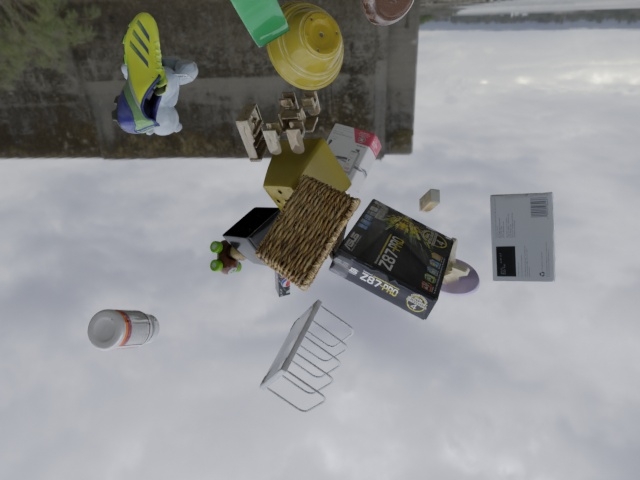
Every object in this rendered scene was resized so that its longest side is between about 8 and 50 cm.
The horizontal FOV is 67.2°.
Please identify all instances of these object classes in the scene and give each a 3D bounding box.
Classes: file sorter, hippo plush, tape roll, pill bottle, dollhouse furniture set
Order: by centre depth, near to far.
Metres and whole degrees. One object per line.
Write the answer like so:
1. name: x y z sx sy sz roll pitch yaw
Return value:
1. tape roll: -0.170 -0.545 0.940 0.077 0.321 0.321 -29 -155 6
2. pill bottle: -0.601 0.275 1.494 0.121 0.121 0.221 4 172 12
3. file sorter: -0.034 0.374 1.547 0.173 0.193 0.278 35 -131 -6
4. dollhouse furniture set: -0.127 -0.354 1.567 0.241 0.161 0.212 2 -131 17
5. hippo plush: -0.534 -0.498 1.689 0.294 0.237 0.234 31 -140 31

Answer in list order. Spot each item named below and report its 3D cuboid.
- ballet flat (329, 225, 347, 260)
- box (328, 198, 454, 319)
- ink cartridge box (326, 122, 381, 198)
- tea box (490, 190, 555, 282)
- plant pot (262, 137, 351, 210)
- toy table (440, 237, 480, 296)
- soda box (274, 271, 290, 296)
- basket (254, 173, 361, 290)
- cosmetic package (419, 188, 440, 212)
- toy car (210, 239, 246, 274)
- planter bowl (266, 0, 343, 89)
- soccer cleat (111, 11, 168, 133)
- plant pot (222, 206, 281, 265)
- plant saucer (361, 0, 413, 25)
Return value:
1. ballet flat: 0.067 -0.033 1.912 0.058 0.084 0.250 13 -114 -9
2. box: 0.239 0.042 1.521 0.318 0.097 0.395 27 -147 9
3. ink cartridge box: 0.105 -0.336 2.076 0.207 0.283 0.117 22 170 26
4. tea box: 0.793 -0.022 1.873 0.219 0.329 0.323 -1 -174 26
5. plant pot: -0.061 -0.194 1.597 0.212 0.212 0.187 7 -125 43
6. toy table: 0.573 0.130 2.180 0.274 0.161 0.252 8 -116 35
7. soda box: -0.162 0.162 2.051 0.053 0.169 0.060 -14 -136 -17
8. basket: 0.000 0.000 1.410 0.223 0.299 0.213 29 176 35
9. cosmetic package: 0.435 -0.158 1.928 0.041 0.060 0.115 6 160 -10
10. toy car: -0.339 0.065 2.010 0.188 0.149 0.155 -6 172 28
11. planter bowl: -0.016 -0.487 1.174 0.217 0.217 0.090 -16 -171 -27
12. soccer cleat: -0.389 -0.380 1.096 0.121 0.290 0.093 1 169 16
13. plant pot: -0.225 -0.008 1.854 0.188 0.167 0.187 4 -138 50
14. plant saucer: 0.221 -0.757 1.483 0.198 0.199 0.036 -13 -133 -23
